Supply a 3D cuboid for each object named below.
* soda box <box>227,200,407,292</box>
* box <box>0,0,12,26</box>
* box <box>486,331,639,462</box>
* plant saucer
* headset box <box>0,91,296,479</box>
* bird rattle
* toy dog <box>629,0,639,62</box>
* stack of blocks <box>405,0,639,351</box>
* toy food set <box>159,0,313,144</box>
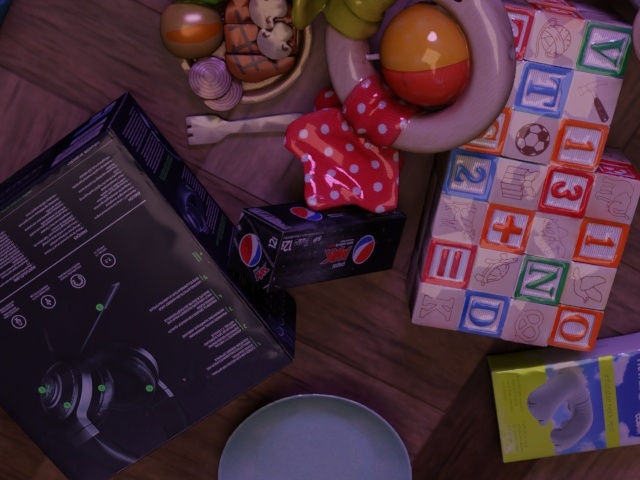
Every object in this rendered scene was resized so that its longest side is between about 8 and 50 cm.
[{"bbox_3d":[0.000,0.000,1.045,0.053,0.169,0.060,31,116,36],"label":"soda box"},{"bbox_3d":[-0.385,-0.233,0.982,0.244,0.100,0.060,27,110,-10],"label":"box"},{"bbox_3d":[0.260,0.154,1.167,0.178,0.042,0.109,-9,112,4],"label":"box"},{"bbox_3d":[-0.005,0.233,1.200,0.195,0.037,0.195,0,112,0],"label":"plant saucer"},{"bbox_3d":[-0.188,0.057,1.079,0.246,0.131,0.283,-34,108,12],"label":"headset box"},{"bbox_3d":[0.057,-0.142,0.966,0.207,0.143,0.253,5,106,34],"label":"bird rattle"},{"bbox_3d":[0.279,-0.278,0.923,0.161,0.220,0.333,-28,119,32],"label":"toy dog"},{"bbox_3d":[0.191,-0.061,1.057,0.171,0.087,0.297,9,111,-4],"label":"stack of blocks"},{"bbox_3d":[-0.073,-0.176,1.037,0.132,0.038,0.192,-6,111,2],"label":"toy food set"}]
